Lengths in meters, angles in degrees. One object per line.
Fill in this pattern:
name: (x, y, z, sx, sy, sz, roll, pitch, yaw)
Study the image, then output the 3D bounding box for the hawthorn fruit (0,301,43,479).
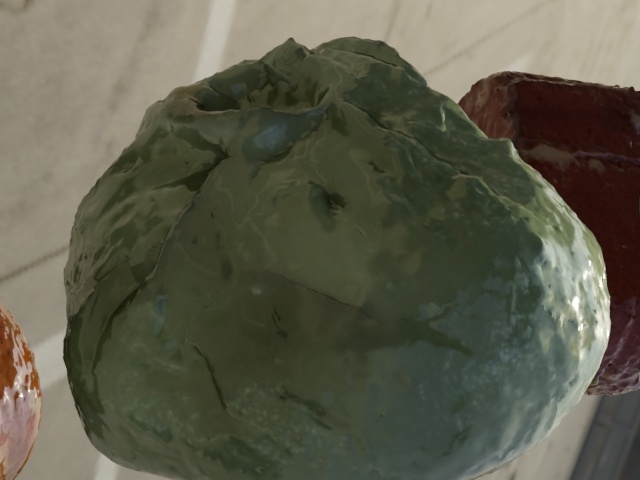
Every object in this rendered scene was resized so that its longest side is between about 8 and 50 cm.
hawthorn fruit: (-0.215, 0.050, 0.552, 0.162, 0.203, 0.163, -34, -160, 14)

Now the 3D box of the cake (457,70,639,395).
cake: (0.184, -0.004, 1.158, 0.177, 0.150, 0.283, 123, -35, -56)

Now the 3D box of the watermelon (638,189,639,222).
watermelon: (0.205, -0.017, 0.679, 0.109, 0.109, 0.109, 21, 90, -76)

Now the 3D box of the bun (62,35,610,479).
bun: (0.000, 0.000, 0.523, 0.204, 0.212, 0.126, -59, 143, -49)
